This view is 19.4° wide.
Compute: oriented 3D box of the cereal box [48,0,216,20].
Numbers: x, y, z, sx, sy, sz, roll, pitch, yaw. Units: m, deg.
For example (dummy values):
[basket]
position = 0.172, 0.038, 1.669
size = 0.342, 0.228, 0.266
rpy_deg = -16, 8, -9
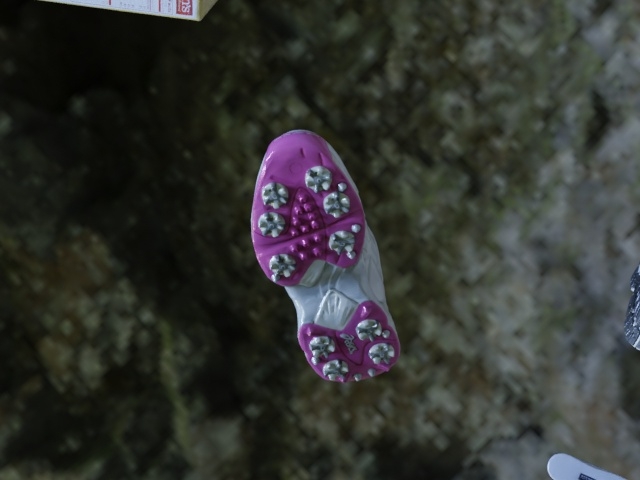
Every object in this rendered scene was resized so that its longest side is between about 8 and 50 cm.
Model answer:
[cereal box]
position = -0.191, -0.248, 1.595
size = 0.173, 0.240, 0.047
rpy_deg = -65, -20, -61

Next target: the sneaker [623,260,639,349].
[sneaker]
position = 0.295, 0.048, 1.537
size = 0.162, 0.073, 0.063
rpy_deg = -62, -4, -62

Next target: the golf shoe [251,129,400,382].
[golf shoe]
position = 0.000, 0.000, 1.874
size = 0.115, 0.140, 0.306
rpy_deg = -10, -51, 6

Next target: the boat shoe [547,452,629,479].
[boat shoe]
position = 0.247, 0.218, 1.657
size = 0.035, 0.100, 0.035
rpy_deg = -65, -12, 2
